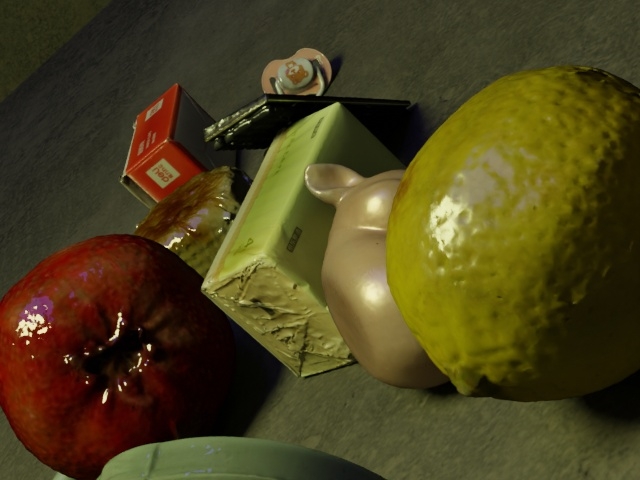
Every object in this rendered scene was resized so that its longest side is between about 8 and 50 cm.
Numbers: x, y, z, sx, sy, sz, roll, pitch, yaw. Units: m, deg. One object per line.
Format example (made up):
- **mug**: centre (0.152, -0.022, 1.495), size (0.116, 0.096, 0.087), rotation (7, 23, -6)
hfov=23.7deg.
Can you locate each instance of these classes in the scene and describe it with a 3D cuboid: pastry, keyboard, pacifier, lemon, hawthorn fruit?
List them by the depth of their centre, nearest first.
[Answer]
- **lemon**: centre (0.178, -0.007, 1.169), size (0.267, 0.267, 0.267), rotation (-37, 25, 20)
- **hawthorn fruit**: centre (-0.224, 0.126, 1.647), size (0.265, 0.265, 0.307), rotation (-49, 2, -6)
- **keyboard**: centre (-0.008, -0.131, 1.727), size (0.106, 0.027, 0.317), rotation (-28, -11, 31)
- **pastry**: centre (-0.156, -0.010, 1.931), size (0.192, 0.093, 0.182), rotation (-37, 23, 11)
- **pacifier**: centre (-0.030, -0.217, 2.113), size (0.099, 0.081, 0.078), rotation (-22, -10, -3)

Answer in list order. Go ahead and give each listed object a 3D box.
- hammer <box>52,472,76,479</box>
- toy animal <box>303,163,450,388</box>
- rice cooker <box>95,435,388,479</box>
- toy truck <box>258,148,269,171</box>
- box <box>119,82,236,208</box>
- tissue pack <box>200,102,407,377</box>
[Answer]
- **hammer**: centre (-0.309, 0.287, 1.788), size (0.083, 0.031, 0.052), rotation (-26, 26, 52)
- **toy animal**: centre (0.077, 0.032, 1.400), size (0.154, 0.166, 0.250), rotation (-21, 32, 8)
- **rice cooker**: centre (-0.049, 0.287, 1.018), size (0.288, 0.288, 0.277), rotation (-27, 35, 37)
- **toy truck**: centre (-0.023, -0.069, 1.842), size (0.088, 0.074, 0.202), rotation (-21, 32, 29)
- **box**: centre (-0.193, -0.112, 2.110), size (0.099, 0.133, 0.182), rotation (-39, 26, 20)
- **tissue pack**: centre (0.000, 0.000, 1.564), size (0.125, 0.159, 0.234), rotation (-24, 31, 44)
